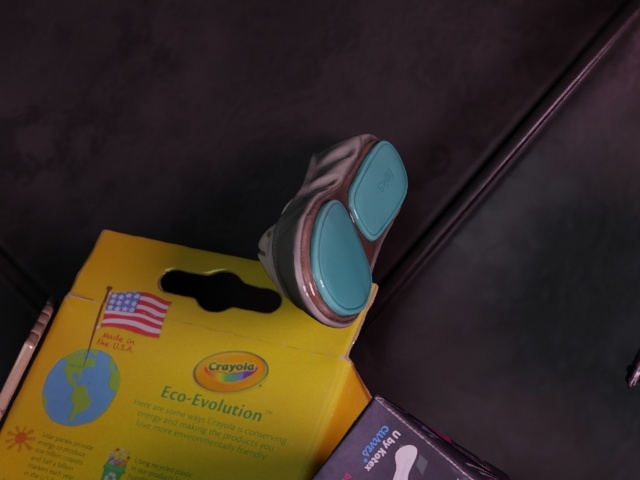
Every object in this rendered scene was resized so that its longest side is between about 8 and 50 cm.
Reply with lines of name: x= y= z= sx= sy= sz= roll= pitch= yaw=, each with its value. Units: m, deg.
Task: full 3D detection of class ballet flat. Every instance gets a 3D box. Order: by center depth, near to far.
ballet flat: x=0.000 y=0.000 z=0.942 sx=0.068 sy=0.213 sz=0.072 roll=-18 pitch=108 yaw=21

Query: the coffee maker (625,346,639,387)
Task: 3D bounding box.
coffee maker: x=0.270 y=0.051 z=0.826 sx=0.178 sy=0.171 sz=0.120 roll=31 pitch=50 yaw=16

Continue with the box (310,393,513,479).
box: x=0.067 y=0.202 z=0.810 sx=0.142 sy=0.247 sz=0.163 roll=38 pitch=89 yaw=27

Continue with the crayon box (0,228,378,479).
crayon box: x=-0.096 y=0.159 z=0.952 sx=0.202 sy=0.081 sz=0.318 roll=12 pitch=64 yaw=24

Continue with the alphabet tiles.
alphabet tiles: x=-0.215 y=0.152 z=0.963 sx=0.009 sy=0.198 sz=0.237 roll=25 pitch=93 yaw=-7
